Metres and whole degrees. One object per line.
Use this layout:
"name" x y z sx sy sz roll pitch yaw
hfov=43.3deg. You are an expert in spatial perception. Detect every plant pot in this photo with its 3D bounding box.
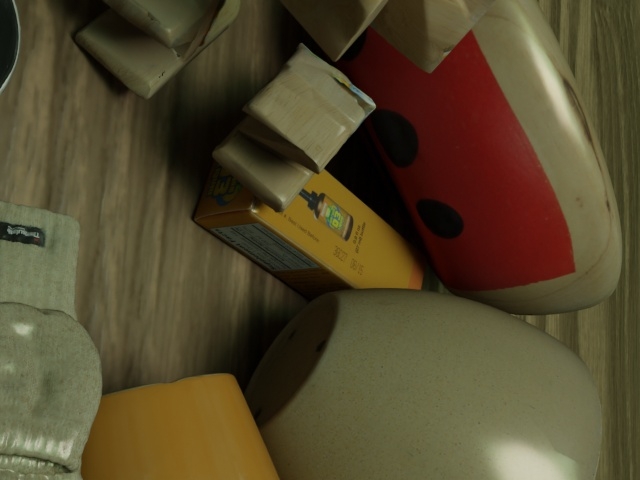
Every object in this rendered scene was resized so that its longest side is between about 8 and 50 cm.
"plant pot" 0.047 0.146 0.643 0.191 0.284 0.284 37 57 -14
"plant pot" -0.099 0.191 0.515 0.205 0.205 0.188 0 71 -49

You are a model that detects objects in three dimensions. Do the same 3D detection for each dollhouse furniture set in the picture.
"dollhouse furniture set" -0.032 -0.289 0.508 0.394 0.362 0.256 40 55 -4

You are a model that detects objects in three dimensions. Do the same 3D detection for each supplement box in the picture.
"supplement box" 0.000 0.000 0.716 0.233 0.080 0.078 39 58 -42

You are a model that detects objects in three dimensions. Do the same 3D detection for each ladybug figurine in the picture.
"ladybug figurine" 0.126 -0.109 0.752 0.161 0.305 0.449 -29 108 0

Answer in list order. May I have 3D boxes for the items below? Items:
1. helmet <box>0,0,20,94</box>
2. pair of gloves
"helmet" -0.246 -0.119 0.380 0.169 0.169 0.162 -66 148 -28
"pair of gloves" -0.233 0.062 0.409 0.240 0.042 0.204 6 55 -36
